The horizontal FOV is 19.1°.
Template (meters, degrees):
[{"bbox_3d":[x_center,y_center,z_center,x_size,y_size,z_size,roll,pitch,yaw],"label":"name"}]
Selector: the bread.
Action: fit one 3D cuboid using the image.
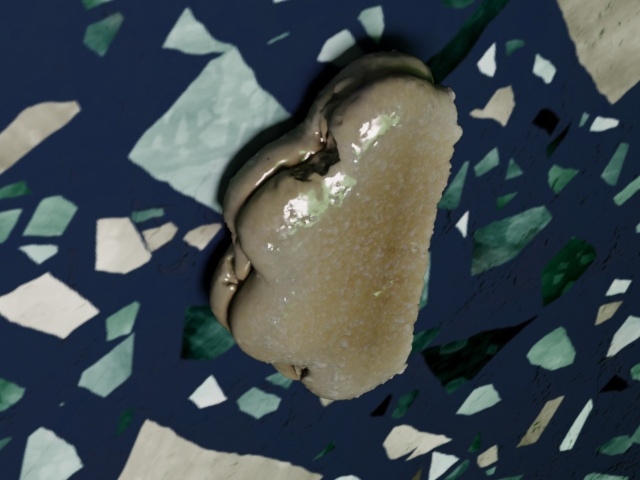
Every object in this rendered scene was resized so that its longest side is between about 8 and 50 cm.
[{"bbox_3d":[0.004,0.003,1.565,0.183,0.102,0.337,-16,135,-29],"label":"bread"}]
